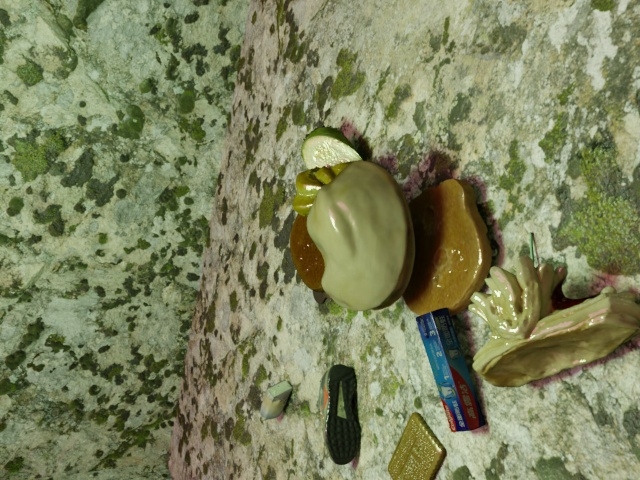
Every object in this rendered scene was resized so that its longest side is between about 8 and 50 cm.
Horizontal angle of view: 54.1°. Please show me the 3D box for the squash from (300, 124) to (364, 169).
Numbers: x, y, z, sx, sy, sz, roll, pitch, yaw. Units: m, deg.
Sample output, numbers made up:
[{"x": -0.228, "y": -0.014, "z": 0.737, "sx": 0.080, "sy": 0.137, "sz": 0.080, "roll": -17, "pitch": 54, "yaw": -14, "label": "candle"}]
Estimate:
[{"x": 0.052, "y": -0.264, "z": 2.201, "sx": 0.189, "sy": 0.189, "sz": 0.260, "roll": -66, "pitch": 32, "yaw": 33, "label": "squash"}]

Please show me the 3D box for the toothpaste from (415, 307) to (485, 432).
[{"x": 0.344, "y": 0.344, "z": 1.675, "sx": 0.076, "sy": 0.066, "sz": 0.320, "roll": -33, "pitch": 70, "yaw": 56, "label": "toothpaste"}]

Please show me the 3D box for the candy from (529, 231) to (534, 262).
[{"x": 0.506, "y": 0.076, "z": 1.491, "sx": 0.061, "sy": 0.061, "sz": 0.202, "roll": -26, "pitch": 56, "yaw": 58, "label": "candy"}]

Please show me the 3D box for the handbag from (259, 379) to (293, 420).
[{"x": -0.196, "y": 0.673, "z": 2.634, "sx": 0.095, "sy": 0.117, "sz": 0.173, "roll": 43, "pitch": 129, "yaw": 31, "label": "handbag"}]

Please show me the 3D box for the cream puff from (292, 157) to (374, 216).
[{"x": 0.049, "y": -0.122, "z": 2.077, "sx": 0.323, "sy": 0.270, "sz": 0.274, "roll": -8, "pitch": 106, "yaw": 36, "label": "cream puff"}]

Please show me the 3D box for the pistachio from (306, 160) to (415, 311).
[{"x": 0.117, "y": -0.010, "z": 1.818, "sx": 0.365, "sy": 0.281, "sz": 0.445, "roll": 18, "pitch": 112, "yaw": 44, "label": "pistachio"}]

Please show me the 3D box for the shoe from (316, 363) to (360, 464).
[{"x": 0.042, "y": 0.609, "z": 2.206, "sx": 0.171, "sy": 0.132, "sz": 0.336, "roll": 152, "pitch": 119, "yaw": -63, "label": "shoe"}]

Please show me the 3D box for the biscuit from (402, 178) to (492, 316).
[{"x": 0.338, "y": 0.032, "z": 1.775, "sx": 0.385, "sy": 0.062, "sz": 0.365, "roll": -43, "pitch": 52, "yaw": 54, "label": "biscuit"}]

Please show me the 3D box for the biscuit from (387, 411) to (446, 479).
[{"x": 0.277, "y": 0.657, "z": 1.864, "sx": 0.172, "sy": 0.029, "sz": 0.254, "roll": 51, "pitch": 131, "yaw": 50, "label": "biscuit"}]

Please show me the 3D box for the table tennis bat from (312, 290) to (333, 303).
[{"x": -0.036, "y": 0.197, "z": 2.388, "sx": 0.170, "sy": 0.119, "sz": 0.107, "roll": 27, "pitch": 113, "yaw": 61, "label": "table tennis bat"}]

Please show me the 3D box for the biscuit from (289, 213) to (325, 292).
[{"x": 0.008, "y": 0.001, "z": 2.371, "sx": 0.350, "sy": 0.070, "sz": 0.394, "roll": -57, "pitch": 37, "yaw": 31, "label": "biscuit"}]

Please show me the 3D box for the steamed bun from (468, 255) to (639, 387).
[{"x": 0.463, "y": 0.170, "z": 1.373, "sx": 0.428, "sy": 0.247, "sz": 0.189, "roll": 131, "pitch": 148, "yaw": -51, "label": "steamed bun"}]
